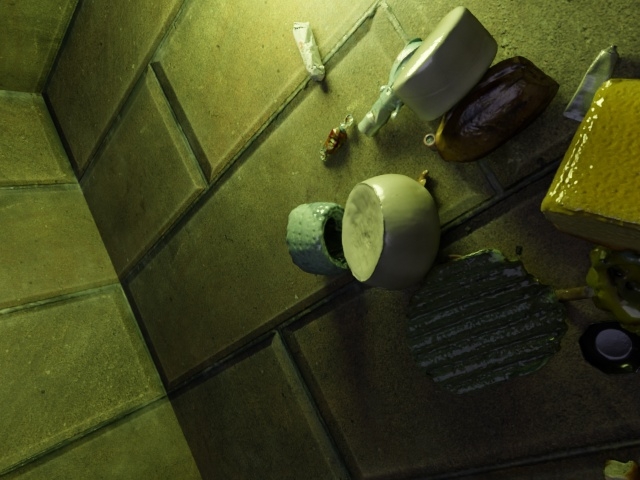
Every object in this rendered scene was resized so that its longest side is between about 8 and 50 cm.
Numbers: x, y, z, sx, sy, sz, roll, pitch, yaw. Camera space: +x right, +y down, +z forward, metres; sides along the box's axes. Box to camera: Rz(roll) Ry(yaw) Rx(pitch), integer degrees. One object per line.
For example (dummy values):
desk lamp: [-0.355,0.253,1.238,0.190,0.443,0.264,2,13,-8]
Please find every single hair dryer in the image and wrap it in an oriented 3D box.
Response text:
hair dryer: [0.333,-0.298,1.175,0.037,0.063,0.114,47,108,23]

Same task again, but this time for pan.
pan: [0.710,0.264,0.991,0.202,0.048,0.128,37,120,29]

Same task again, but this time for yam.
yam: [0.588,0.128,1.018,0.032,0.145,0.032,0,79,-2]

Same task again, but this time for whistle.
whistle: [0.228,-0.421,1.197,0.142,0.134,0.346,56,135,12]

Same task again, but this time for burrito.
burrito: [-0.034,-0.610,1.395,0.064,0.064,0.202,-24,82,38]

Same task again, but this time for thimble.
thimble: [0.000,0.000,1.390,0.172,0.205,0.249,-1,115,38]

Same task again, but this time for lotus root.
lotus root: [0.400,-0.309,1.043,0.291,0.193,0.193,-43,72,38]

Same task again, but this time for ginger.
ginger: [0.291,-0.157,1.248,0.097,0.030,0.048,-56,37,33]

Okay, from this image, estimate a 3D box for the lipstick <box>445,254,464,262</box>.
lipstick: [0.371,0.171,1.221,0.070,0.070,0.254,15,107,35]

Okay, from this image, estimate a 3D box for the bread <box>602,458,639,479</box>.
bread: [0.723,0.574,1.027,0.077,0.070,0.083,-13,93,40]

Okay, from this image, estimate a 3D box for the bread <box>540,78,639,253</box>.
bread: [0.650,-0.138,0.818,0.324,0.143,0.332,25,84,41]

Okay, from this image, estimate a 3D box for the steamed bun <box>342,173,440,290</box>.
steamed bun: [0.202,-0.023,1.197,0.324,0.207,0.323,180,90,-70]

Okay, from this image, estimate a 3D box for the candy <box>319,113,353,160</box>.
candy: [0.047,-0.327,1.392,0.053,0.047,0.182,54,127,19]

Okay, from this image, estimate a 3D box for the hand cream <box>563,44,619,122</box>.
hand cream: [0.611,-0.350,0.967,0.057,0.037,0.165,34,125,28]

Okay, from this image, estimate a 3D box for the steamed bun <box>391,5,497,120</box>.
steamed bun: [0.293,-0.407,1.000,0.146,0.164,0.241,38,89,-16]

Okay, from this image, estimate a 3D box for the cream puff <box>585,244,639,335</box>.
cream puff: [0.692,0.083,0.886,0.282,0.185,0.281,7,102,34]

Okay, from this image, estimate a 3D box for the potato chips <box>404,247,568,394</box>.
potato chips: [0.399,0.216,1.132,0.429,0.070,0.358,-32,87,33]
